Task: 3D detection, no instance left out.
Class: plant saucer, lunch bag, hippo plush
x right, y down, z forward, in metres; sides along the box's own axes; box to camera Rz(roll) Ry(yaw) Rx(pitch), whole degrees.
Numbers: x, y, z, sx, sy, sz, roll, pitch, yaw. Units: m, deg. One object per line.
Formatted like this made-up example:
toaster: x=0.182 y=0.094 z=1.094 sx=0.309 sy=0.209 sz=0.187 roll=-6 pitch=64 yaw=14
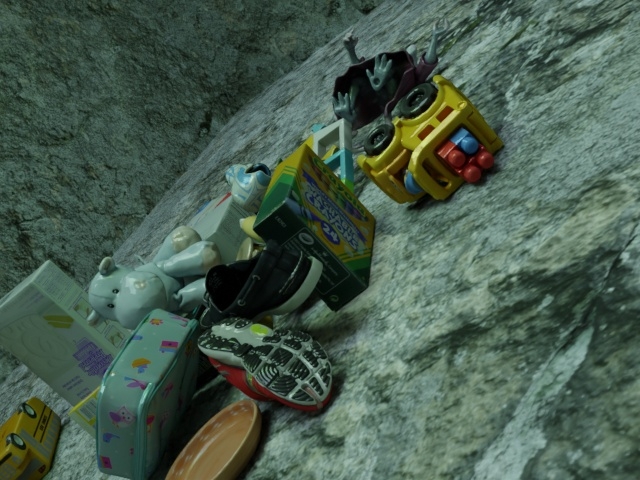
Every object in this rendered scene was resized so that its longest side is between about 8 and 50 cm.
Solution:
plant saucer: x=-0.158 y=0.328 z=1.444 sx=0.200 sy=0.037 sz=0.200 roll=-40 pitch=17 yaw=15
lunch bag: x=-0.291 y=0.268 z=1.660 sx=0.279 sy=0.108 sz=0.224 roll=-63 pitch=-17 yaw=-56
hippo plush: x=-0.355 y=0.078 z=1.968 sx=0.294 sy=0.236 sz=0.234 roll=21 pitch=97 yaw=31

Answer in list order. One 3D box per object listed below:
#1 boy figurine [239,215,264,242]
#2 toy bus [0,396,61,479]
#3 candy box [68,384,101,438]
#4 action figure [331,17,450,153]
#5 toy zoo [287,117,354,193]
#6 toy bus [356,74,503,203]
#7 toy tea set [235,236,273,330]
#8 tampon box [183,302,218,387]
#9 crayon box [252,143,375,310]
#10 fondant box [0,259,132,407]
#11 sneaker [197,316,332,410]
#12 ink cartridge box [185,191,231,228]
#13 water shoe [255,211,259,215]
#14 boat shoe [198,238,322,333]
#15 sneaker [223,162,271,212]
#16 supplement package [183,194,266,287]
boy figurine: x=-0.078 y=-0.051 z=1.882 sx=0.177 sy=0.092 sz=0.285 roll=-16 pitch=15 yaw=7
toy bus: x=-0.699 y=0.483 z=2.241 sx=0.108 sy=0.130 sz=0.332 roll=-43 pitch=15 yaw=2
candy box: x=-0.408 y=0.328 z=1.954 sx=0.206 sy=0.105 sz=0.027 roll=-39 pitch=16 yaw=17
action figure: x=0.182 y=-0.373 z=2.262 sx=0.248 sy=0.275 sz=0.370 roll=-3 pitch=13 yaw=23
toy zoo: x=-0.005 y=-0.143 z=2.102 sx=0.192 sy=0.030 sz=0.293 roll=-34 pitch=41 yaw=34
toy bus: x=0.197 y=-0.141 z=1.617 sx=0.220 sy=0.149 sz=0.211 roll=-44 pitch=31 yaw=8
toy tea set: x=-0.098 y=0.103 z=1.814 sx=0.336 sy=0.124 sz=0.200 roll=-147 pitch=73 yaw=-71
tampon box: x=-0.262 y=0.225 z=1.857 sx=0.161 sy=0.101 sz=0.120 roll=-38 pitch=16 yaw=23
crayon box: x=-0.001 y=-0.042 z=1.696 sx=0.083 sy=0.203 sz=0.323 roll=-38 pitch=17 yaw=20
fondant box: x=-0.617 y=0.234 z=2.304 sx=0.238 sy=0.330 sz=0.096 roll=-34 pitch=20 yaw=32
sneaker: x=-0.069 y=0.198 z=1.441 sx=0.107 sy=0.118 sz=0.279 roll=-38 pitch=34 yaw=-25
ink cartridge box: x=-0.294 y=-0.058 z=2.726 sx=0.134 sy=0.078 sz=0.231 roll=-52 pitch=18 yaw=-27
water shoe: x=-0.215 y=-0.016 z=2.426 sx=0.203 sy=0.073 sz=0.080 roll=-50 pitch=19 yaw=-19
boat shoe: x=-0.132 y=0.080 z=1.558 sx=0.340 sy=0.113 sz=0.127 roll=-24 pitch=35 yaw=56
sneaker: x=-0.131 y=-0.114 z=1.842 sx=0.086 sy=0.085 sz=0.237 roll=-47 pitch=17 yaw=4
supplement package: x=-0.232 y=0.037 z=2.182 sx=0.194 sy=0.149 sz=0.203 roll=-37 pitch=17 yaw=24
